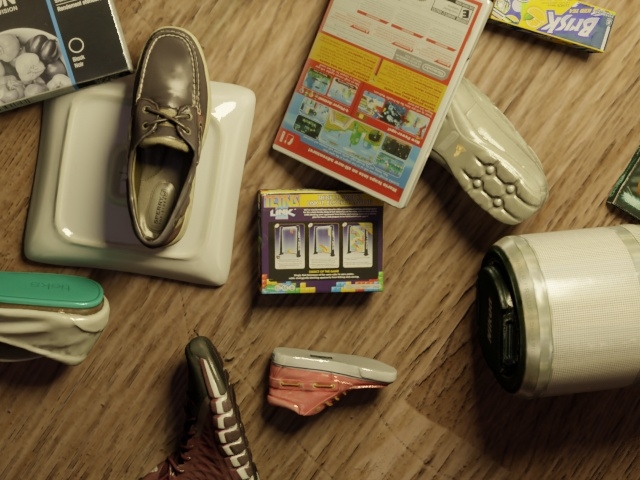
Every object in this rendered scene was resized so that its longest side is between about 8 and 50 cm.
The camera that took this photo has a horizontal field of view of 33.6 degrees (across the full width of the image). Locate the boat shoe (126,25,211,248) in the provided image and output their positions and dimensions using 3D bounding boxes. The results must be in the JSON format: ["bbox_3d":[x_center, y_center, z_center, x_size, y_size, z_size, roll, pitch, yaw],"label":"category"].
[{"bbox_3d":[-0.193,-0.127,1.336,0.103,0.092,0.285,8,97,-8],"label":"boat shoe"}]

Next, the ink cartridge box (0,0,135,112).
[{"bbox_3d":[-0.365,-0.283,1.340,0.206,0.045,0.208,-18,89,-5],"label":"ink cartridge box"}]

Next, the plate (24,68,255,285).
[{"bbox_3d":[-0.240,-0.087,1.406,0.277,0.045,0.278,9,97,-8],"label":"plate"}]

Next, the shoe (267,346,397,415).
[{"bbox_3d":[0.014,0.202,1.479,0.178,0.063,0.081,8,99,-3],"label":"shoe"}]

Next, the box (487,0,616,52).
[{"bbox_3d":[0.309,-0.304,1.440,0.169,0.054,0.059,14,97,-10],"label":"box"}]

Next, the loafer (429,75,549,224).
[{"bbox_3d":[0.183,-0.158,1.428,0.319,0.111,0.112,50,124,0],"label":"loafer"}]

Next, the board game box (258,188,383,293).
[{"bbox_3d":[0.000,0.000,1.451,0.170,0.048,0.141,0,97,-7],"label":"board game box"}]

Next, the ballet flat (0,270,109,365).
[{"bbox_3d":[-0.479,0.089,1.370,0.400,0.139,0.139,12,97,-10],"label":"ballet flat"}]

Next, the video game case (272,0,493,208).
[{"bbox_3d":[0.075,-0.211,1.375,0.204,0.025,0.285,27,103,19],"label":"video game case"}]

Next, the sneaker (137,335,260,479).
[{"bbox_3d":[-0.183,0.280,1.443,0.162,0.106,0.281,-16,101,-2],"label":"sneaker"}]

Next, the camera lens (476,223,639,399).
[{"bbox_3d":[0.359,0.093,1.426,0.274,0.219,0.219,-6,100,-7],"label":"camera lens"}]

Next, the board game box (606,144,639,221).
[{"bbox_3d":[0.519,-0.062,1.521,0.186,0.026,0.126,30,94,-11],"label":"board game box"}]
